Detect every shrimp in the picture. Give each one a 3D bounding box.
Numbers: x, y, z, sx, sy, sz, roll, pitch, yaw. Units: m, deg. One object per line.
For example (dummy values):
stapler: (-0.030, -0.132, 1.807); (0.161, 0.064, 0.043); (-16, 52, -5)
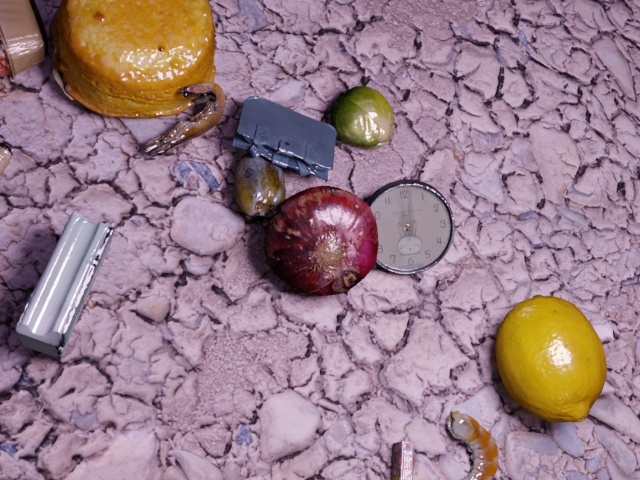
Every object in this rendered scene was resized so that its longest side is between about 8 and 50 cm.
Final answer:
shrimp: (0.296, 0.461, 1.619); (0.166, 0.049, 0.161); (-43, 88, -17)
shrimp: (-0.293, -0.263, 1.652); (0.219, 0.152, 0.046); (-36, 69, -19)

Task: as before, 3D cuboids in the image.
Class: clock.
clock: (0.194, -0.028, 1.700); (0.215, 0.042, 0.214); (-1, 103, -2)

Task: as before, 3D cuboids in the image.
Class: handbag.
handbag: (-0.077, -0.226, 1.701); (0.229, 0.062, 0.179); (20, 38, -12)

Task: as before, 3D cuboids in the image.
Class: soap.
soap: (-0.488, 0.085, 1.464); (0.094, 0.150, 0.261); (22, 65, -11)

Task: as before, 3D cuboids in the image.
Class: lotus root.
lotus root: (-0.135, -0.136, 1.680); (0.113, 0.088, 0.192); (6, 55, -21)

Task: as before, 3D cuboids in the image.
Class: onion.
onion: (0.000, 0.000, 1.616); (0.246, 0.190, 0.246); (-2, 102, -10)

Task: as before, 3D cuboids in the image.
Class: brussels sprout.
brussels sprout: (0.100, -0.287, 1.792); (0.155, 0.117, 0.155); (-1, 92, -18)

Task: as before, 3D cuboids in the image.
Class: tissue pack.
tissue pack: (0.170, 0.458, 1.568); (0.035, 0.063, 0.083); (11, 69, -10)

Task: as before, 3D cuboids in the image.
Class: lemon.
lemon: (0.494, 0.253, 1.646); (0.236, 0.236, 0.263); (23, 51, -7)

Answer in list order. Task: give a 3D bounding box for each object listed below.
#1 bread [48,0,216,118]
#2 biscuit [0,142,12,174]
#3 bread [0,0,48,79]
bread: (-0.403, -0.442, 1.646); (0.358, 0.204, 0.336); (-6, 73, -15)
biscuit: (-0.696, -0.104, 1.525); (0.061, 0.055, 0.219); (13, 61, 28)
bread: (-0.700, -0.450, 1.603); (0.212, 0.142, 0.224); (-18, 77, -25)
